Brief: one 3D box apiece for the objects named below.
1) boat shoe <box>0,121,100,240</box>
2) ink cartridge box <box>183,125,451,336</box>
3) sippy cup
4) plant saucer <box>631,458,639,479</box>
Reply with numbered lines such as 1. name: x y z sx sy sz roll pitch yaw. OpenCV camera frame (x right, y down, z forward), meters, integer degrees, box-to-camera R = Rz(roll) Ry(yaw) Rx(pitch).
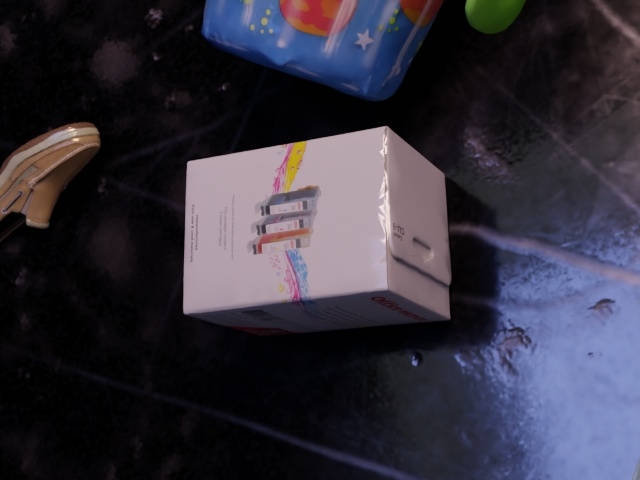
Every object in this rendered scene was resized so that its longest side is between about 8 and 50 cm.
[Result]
1. boat shoe: -0.278 -0.045 1.058 0.190 0.068 0.072 -31 76 29
2. ink cartridge box: 0.000 0.000 0.852 0.176 0.128 0.127 -7 74 26
3. sippy cup: 0.014 -0.238 0.867 0.305 0.240 0.224 -134 63 -72
4. plant saucer: 0.293 0.186 0.688 0.195 0.037 0.194 -9 76 38
